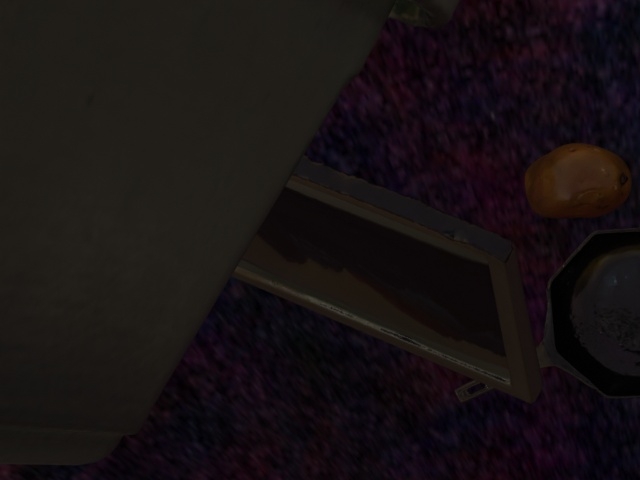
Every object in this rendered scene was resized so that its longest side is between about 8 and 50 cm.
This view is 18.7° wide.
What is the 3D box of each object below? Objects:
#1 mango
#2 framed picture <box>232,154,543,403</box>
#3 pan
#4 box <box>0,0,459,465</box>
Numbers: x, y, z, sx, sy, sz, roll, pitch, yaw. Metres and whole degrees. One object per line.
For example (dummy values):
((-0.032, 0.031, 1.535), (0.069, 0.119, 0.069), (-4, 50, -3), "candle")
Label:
((0.208, -0.048, 1.600), (0.080, 0.114, 0.060), (1, 86, -26), "mango")
((0.000, 0.001, 1.117), (0.265, 0.192, 0.018), (23, 68, 22), "framed picture")
((0.200, 0.053, 1.452), (0.202, 0.048, 0.128), (-2, 97, 15), "pan")
((-0.105, -0.050, 0.461), (0.175, 0.312, 0.182), (27, 91, 18), "box")
